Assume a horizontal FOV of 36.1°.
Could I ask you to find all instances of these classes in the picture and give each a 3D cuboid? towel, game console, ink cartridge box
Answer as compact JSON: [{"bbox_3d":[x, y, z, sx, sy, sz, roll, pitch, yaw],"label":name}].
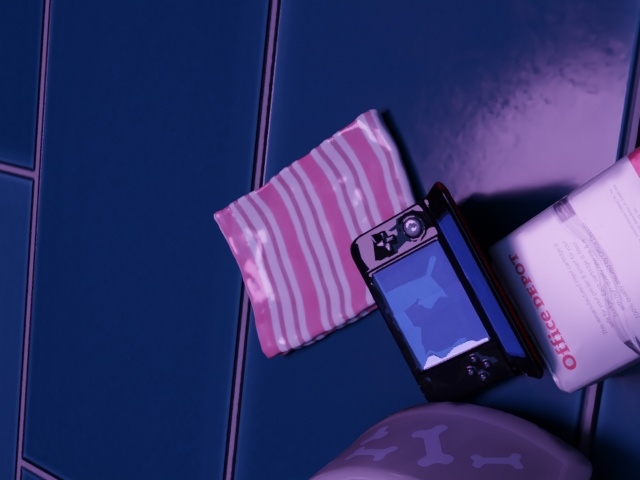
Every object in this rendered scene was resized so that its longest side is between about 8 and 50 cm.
[{"bbox_3d":[0.000,0.000,0.806,0.197,0.029,0.144,-31,74,37],"label":"towel"},{"bbox_3d":[0.082,0.044,0.686,0.124,0.085,0.144,-30,84,29],"label":"game console"},{"bbox_3d":[0.198,0.014,0.617,0.150,0.063,0.109,-38,69,36],"label":"ink cartridge box"}]

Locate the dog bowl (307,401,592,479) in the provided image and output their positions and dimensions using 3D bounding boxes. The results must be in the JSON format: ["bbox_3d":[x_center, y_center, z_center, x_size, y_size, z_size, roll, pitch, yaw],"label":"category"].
[{"bbox_3d":[0.090,0.293,0.678,0.349,0.102,0.348,12,107,45],"label":"dog bowl"}]
